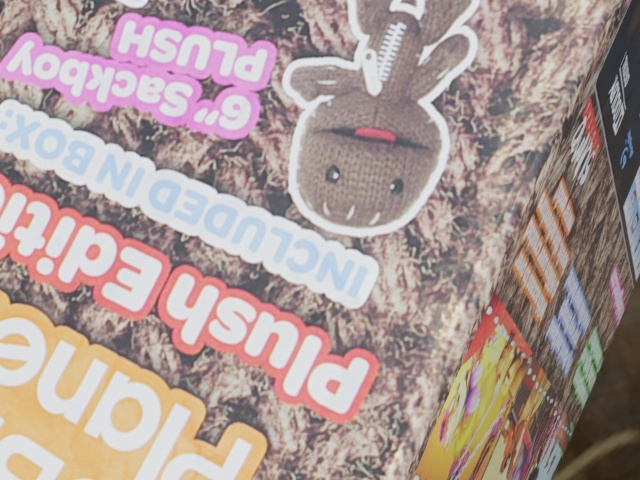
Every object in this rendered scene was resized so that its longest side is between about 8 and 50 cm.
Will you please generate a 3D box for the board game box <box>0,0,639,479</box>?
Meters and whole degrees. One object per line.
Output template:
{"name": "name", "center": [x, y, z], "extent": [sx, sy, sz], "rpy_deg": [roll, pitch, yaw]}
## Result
{"name": "board game box", "center": [0.000, 0.000, 0.446], "extent": [0.141, 0.291, 0.232], "rpy_deg": [22, 172, 17]}
